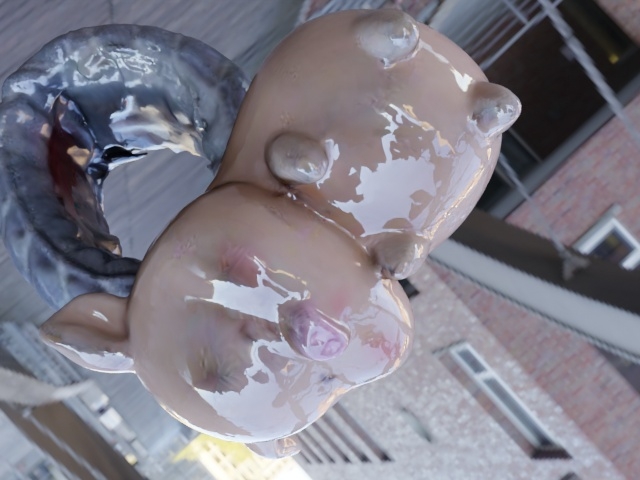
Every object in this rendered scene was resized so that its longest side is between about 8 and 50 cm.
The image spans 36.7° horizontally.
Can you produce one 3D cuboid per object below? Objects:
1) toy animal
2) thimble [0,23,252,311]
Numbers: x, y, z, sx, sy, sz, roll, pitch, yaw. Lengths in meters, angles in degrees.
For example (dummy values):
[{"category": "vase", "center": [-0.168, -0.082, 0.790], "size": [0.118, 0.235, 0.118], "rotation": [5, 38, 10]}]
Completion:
[{"category": "toy animal", "center": [-0.009, -0.006, 0.515], "size": [0.250, 0.166, 0.154], "rotation": [-55, -171, 1]}, {"category": "thimble", "center": [-0.121, -0.028, 0.703], "size": [0.205, 0.236, 0.172], "rotation": [-59, 162, -10]}]
